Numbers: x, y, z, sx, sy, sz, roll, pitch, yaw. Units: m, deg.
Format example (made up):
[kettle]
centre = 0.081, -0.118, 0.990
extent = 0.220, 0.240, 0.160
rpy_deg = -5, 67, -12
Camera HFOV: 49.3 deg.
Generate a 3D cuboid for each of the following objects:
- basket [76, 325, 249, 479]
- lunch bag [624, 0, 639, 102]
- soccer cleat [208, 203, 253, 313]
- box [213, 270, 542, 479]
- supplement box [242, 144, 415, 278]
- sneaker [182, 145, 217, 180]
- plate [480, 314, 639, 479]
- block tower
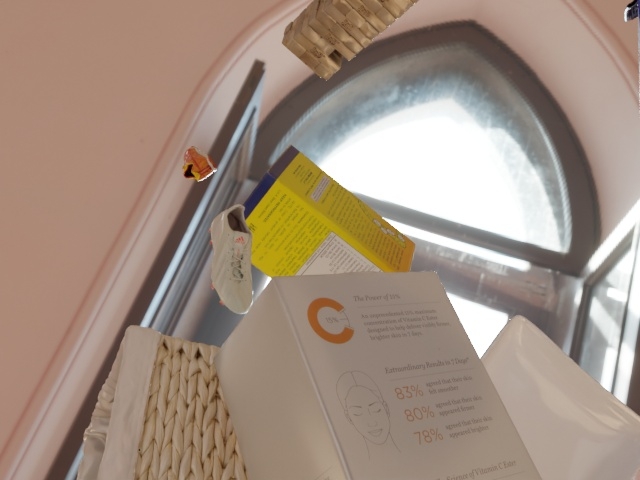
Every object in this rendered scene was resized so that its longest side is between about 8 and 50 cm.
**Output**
[basket]
centre = -0.189, 0.342, 0.942
extent = 0.266, 0.331, 0.328
rpy_deg = 14, -41, -19
[lunch bag]
centre = 0.365, -0.144, 0.670
extent = 0.115, 0.303, 0.243
rpy_deg = -6, -6, 24
[soccer cleat]
centre = -0.141, 0.026, 1.138
extent = 0.068, 0.196, 0.076
rpy_deg = 18, -47, -38
[box]
centre = 0.063, 0.217, 0.681
extent = 0.215, 0.345, 0.168
rpy_deg = 0, -37, -35
[supplement box]
centre = 0.000, 0.000, 1.486
extent = 0.356, 0.195, 0.194
rpy_deg = 39, -63, -5
[sneaker]
centre = -0.295, -0.175, 1.610
extent = 0.064, 0.067, 0.175
rpy_deg = 60, -13, -20
[plate]
centre = 0.282, 0.289, 0.964
extent = 0.277, 0.278, 0.045
rpy_deg = 40, -5, -5
[block tower]
centre = 0.087, -0.381, 1.052
extent = 0.097, 0.091, 0.335
rpy_deg = 36, -53, -25
